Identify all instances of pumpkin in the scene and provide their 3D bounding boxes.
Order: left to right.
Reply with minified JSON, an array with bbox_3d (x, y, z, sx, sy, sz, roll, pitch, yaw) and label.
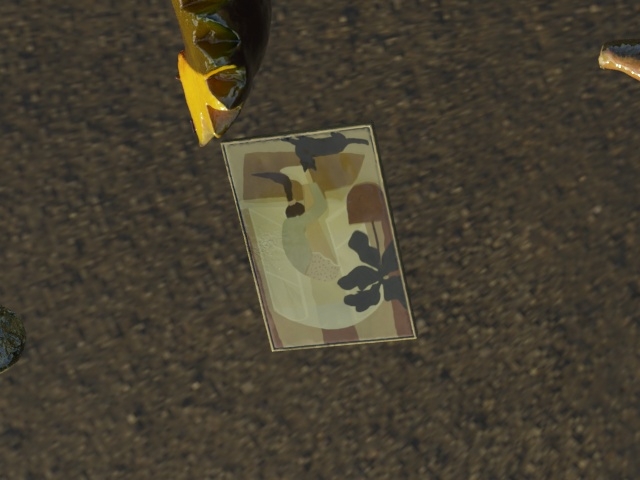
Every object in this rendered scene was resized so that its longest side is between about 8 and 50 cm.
[{"bbox_3d":[-0.087,-0.239,1.660,0.130,0.149,0.254,-9,101,60],"label":"pumpkin"}]

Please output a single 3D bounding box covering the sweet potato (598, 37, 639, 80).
[{"bbox_3d":[0.359,-0.107,1.427,0.255,0.058,0.078,40,86,3],"label":"sweet potato"}]

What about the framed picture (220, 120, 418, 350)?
[{"bbox_3d":[0.000,0.000,1.424,0.136,0.010,0.201,-6,111,17],"label":"framed picture"}]

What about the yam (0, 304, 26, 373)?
[{"bbox_3d":[-0.373,0.109,1.711,0.179,0.078,0.078,-14,96,53],"label":"yam"}]
